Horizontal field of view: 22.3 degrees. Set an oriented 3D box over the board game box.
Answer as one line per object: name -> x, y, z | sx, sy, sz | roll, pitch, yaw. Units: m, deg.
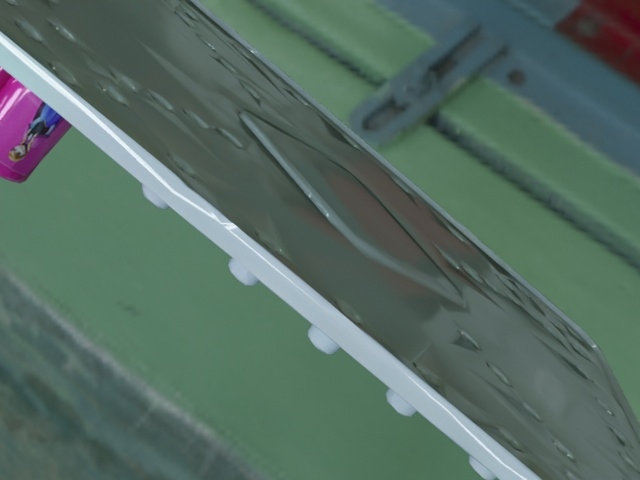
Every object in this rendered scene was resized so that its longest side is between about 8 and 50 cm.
board game box -> 0.000, 0.000, 0.762 | 0.390, 0.050, 0.390 | 40, 11, -8
